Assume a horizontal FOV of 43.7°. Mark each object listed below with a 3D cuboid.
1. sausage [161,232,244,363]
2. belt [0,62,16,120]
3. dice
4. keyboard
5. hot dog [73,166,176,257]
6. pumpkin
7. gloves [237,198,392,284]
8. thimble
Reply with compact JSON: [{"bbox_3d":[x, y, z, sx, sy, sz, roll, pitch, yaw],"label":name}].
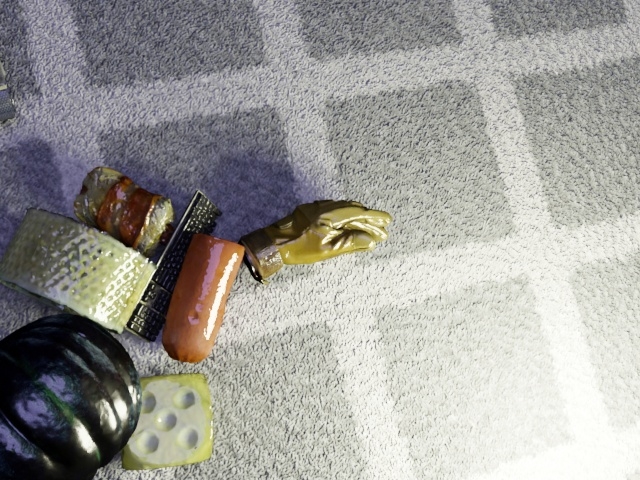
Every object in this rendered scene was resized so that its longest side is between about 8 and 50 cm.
[{"bbox_3d":[-0.242,0.118,1.609,0.113,0.113,0.259,19,87,-11],"label":"sausage"},{"bbox_3d":[-0.693,-0.339,1.576,0.126,0.139,0.231,-17,85,-19],"label":"belt"},{"bbox_3d":[-0.299,0.344,1.526,0.169,0.166,0.169,-4,80,-16],"label":"dice"},{"bbox_3d":[-0.295,0.054,1.629,0.027,0.106,0.317,17,73,29],"label":"keyboard"},{"bbox_3d":[-0.395,-0.058,1.626,0.213,0.103,0.146,35,93,3],"label":"hot dog"},{"bbox_3d":[-0.470,0.286,1.317,0.363,0.363,0.266,-42,102,-19],"label":"pumpkin"},{"bbox_3d":[-0.007,-0.015,1.695,0.331,0.154,0.141,-18,85,-11],"label":"gloves"},{"bbox_3d":[-0.459,0.059,1.495,0.270,0.271,0.150,26,75,-9],"label":"thimble"}]
